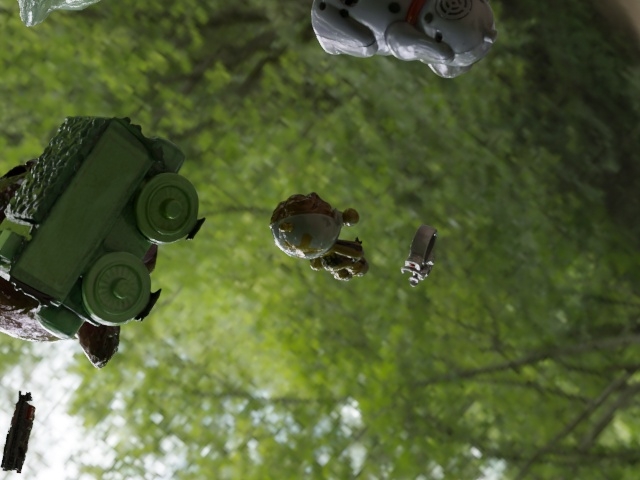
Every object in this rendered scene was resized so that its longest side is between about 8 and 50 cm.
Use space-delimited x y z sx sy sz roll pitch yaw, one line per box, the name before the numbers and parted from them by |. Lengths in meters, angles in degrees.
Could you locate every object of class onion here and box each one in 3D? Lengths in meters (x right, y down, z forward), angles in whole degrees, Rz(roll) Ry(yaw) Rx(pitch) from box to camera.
onion | -0.422 0.060 1.969 0.348 0.348 0.385 22 -153 -51

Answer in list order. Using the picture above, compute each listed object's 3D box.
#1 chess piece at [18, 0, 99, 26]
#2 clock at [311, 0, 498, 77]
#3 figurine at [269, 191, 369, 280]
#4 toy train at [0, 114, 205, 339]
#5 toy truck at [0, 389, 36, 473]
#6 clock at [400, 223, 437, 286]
chess piece | -0.226 -0.281 0.799 0.298 0.176 0.176 43 -166 6
clock | 0.140 -0.320 1.652 0.254 0.189 0.189 25 -173 23
figurine | -0.003 0.002 1.294 0.143 0.101 0.068 74 -164 -55
toy train | -0.271 -0.020 1.392 0.188 0.271 0.159 38 167 -31
toy truck | -0.313 0.198 1.211 0.024 0.083 0.032 9 161 1
clock | 0.169 0.030 1.961 0.041 0.087 0.129 19 156 15
